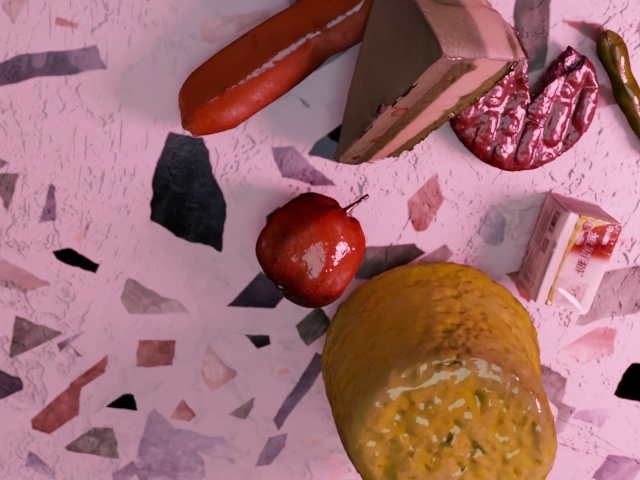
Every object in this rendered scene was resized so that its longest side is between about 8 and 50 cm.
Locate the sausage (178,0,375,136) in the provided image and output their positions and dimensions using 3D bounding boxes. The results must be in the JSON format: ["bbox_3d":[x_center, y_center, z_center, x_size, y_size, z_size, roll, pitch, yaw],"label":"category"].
[{"bbox_3d":[-0.052,-0.259,1.260,0.348,0.097,0.094,-33,77,11],"label":"sausage"}]

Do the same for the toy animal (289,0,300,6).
[{"bbox_3d":[0.000,-0.461,1.176,0.208,0.154,0.325,16,131,-30],"label":"toy animal"}]

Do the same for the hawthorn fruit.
[{"bbox_3d":[0.000,0.000,1.336,0.157,0.157,0.194,41,92,-15],"label":"hawthorn fruit"}]

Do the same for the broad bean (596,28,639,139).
[{"bbox_3d":[0.466,-0.197,1.343,0.053,0.052,0.256,-38,110,-5],"label":"broad bean"}]

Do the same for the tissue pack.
[{"bbox_3d":[0.375,0.019,1.385,0.099,0.106,0.148,14,109,-8],"label":"tissue pack"}]

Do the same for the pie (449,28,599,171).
[{"bbox_3d":[0.289,-0.203,1.331,0.219,0.054,0.204,28,105,-14],"label":"pie"}]

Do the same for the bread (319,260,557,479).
[{"bbox_3d":[0.180,0.231,1.342,0.348,0.308,0.348,-2,113,-5],"label":"bread"}]

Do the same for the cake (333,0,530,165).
[{"bbox_3d":[0.114,-0.237,1.257,0.158,0.172,0.283,-5,157,-35],"label":"cake"}]
